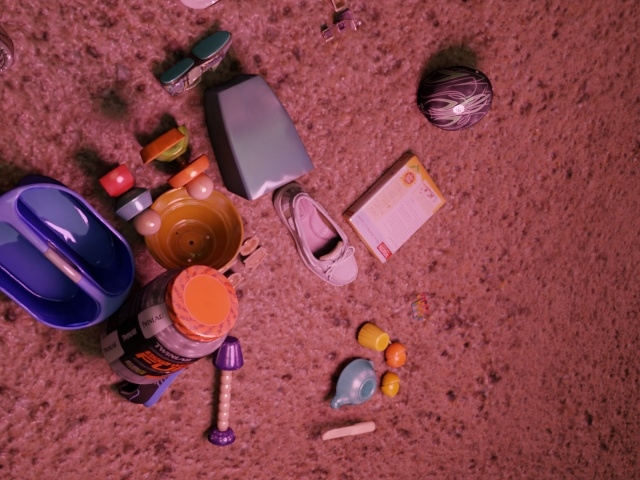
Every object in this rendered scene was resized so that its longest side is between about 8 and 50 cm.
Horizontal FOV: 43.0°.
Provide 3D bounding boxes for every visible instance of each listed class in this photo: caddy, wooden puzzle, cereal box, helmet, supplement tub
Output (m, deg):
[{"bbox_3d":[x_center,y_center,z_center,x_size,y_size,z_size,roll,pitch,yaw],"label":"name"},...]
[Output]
[{"bbox_3d":[-0.540,0.027,1.655,0.241,0.179,0.341,-46,122,-8],"label":"caddy"},{"bbox_3d":[0.276,0.187,2.251,0.049,0.006,0.083,-24,118,-19],"label":"wooden puzzle"},{"bbox_3d":[0.191,-0.082,2.084,0.240,0.047,0.173,-43,122,-8],"label":"cereal box"},{"bbox_3d":[0.334,-0.348,1.997,0.169,0.161,0.170,-10,112,-25],"label":"helmet"},{"bbox_3d":[-0.317,0.175,1.707,0.193,0.316,0.194,18,58,-31],"label":"supplement tub"}]

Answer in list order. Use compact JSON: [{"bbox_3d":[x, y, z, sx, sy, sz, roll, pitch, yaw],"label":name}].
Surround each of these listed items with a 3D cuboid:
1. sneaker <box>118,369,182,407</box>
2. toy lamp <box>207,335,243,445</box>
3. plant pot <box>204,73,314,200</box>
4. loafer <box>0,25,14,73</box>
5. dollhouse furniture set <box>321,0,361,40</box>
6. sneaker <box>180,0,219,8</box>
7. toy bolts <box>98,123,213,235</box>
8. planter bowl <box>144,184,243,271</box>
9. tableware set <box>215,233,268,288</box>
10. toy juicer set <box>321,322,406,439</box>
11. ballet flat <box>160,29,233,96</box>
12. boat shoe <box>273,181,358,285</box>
[{"bbox_3d":[-0.377,0.282,1.892,0.090,0.081,0.232,33,92,-40],"label":"sneaker"},{"bbox_3d":[-0.233,0.369,2.004,0.080,0.080,0.275,-4,112,-27],"label":"toy lamp"},{"bbox_3d":[-0.154,-0.237,1.783,0.165,0.165,0.234,-28,111,-17],"label":"plant pot"},{"bbox_3d":[-0.669,-0.412,1.495,0.094,0.087,0.251,-36,113,18],"label":"loafer"},{"bbox_3d":[0.040,-0.518,1.826,0.091,0.081,0.114,-33,120,-14],"label":"dollhouse furniture set"},{"bbox_3d":[-0.299,-0.616,1.586,0.130,0.236,0.323,-30,167,10],"label":"sneaker"},{"bbox_3d":[-0.333,-0.116,1.695,0.228,0.218,0.158,-35,100,-5],"label":"toy bolts"},{"bbox_3d":[-0.284,-0.007,1.808,0.217,0.090,0.217,4,68,-11],"label":"planter bowl"},{"bbox_3d":[-0.187,0.051,1.900,0.141,0.020,0.169,-42,155,-11],"label":"tableware set"},{"bbox_3d":[0.119,0.397,2.203,0.209,0.089,0.329,32,83,-46],"label":"toy juicer set"},{"bbox_3d":[-0.260,-0.375,1.738,0.188,0.070,0.070,-38,121,-9],"label":"ballet flat"},{"bbox_3d":[0.001,-0.003,1.978,0.118,0.103,0.320,-38,121,-11],"label":"boat shoe"}]
